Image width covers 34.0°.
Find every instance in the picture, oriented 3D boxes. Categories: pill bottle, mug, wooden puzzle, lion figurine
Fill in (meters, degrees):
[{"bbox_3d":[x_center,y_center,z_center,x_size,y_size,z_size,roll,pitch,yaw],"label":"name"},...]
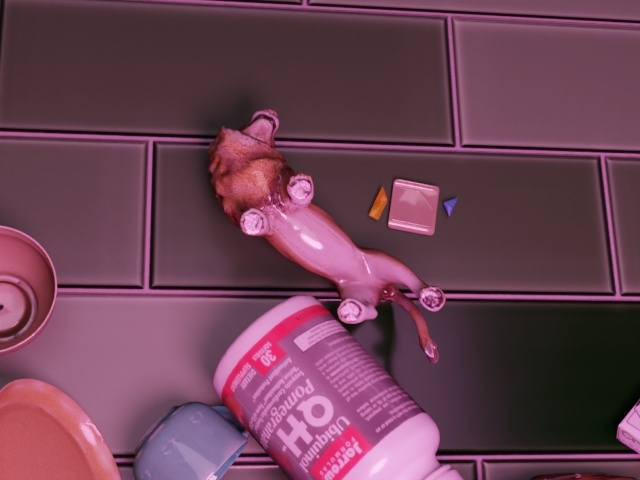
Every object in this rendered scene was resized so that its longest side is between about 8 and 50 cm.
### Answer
[{"bbox_3d":[0.030,0.232,1.261,0.176,0.176,0.318,-38,68,-18],"label":"pill bottle"},{"bbox_3d":[-0.164,0.261,1.292,0.097,0.158,0.129,40,95,8],"label":"mug"},{"bbox_3d":[0.131,-0.047,1.487,0.116,0.014,0.079,17,75,-3],"label":"wooden puzzle"},{"bbox_3d":[0.000,0.000,1.378,0.142,0.240,0.392,-42,99,-2],"label":"lion figurine"}]

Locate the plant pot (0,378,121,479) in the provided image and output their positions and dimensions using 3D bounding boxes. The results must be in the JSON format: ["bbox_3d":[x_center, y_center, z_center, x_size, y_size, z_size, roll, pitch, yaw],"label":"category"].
[{"bbox_3d":[-0.313,0.274,1.219,0.032,0.236,0.236,-29,77,15],"label":"plant pot"}]

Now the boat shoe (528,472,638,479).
[{"bbox_3d":[0.286,0.351,1.303,0.307,0.104,0.111,4,98,-28],"label":"boat shoe"}]

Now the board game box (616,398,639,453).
[{"bbox_3d":[0.572,0.266,1.364,0.305,0.053,0.193,33,68,31],"label":"board game box"}]

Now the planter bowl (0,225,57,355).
[{"bbox_3d":[-0.410,0.074,1.314,0.162,0.109,0.162,3,71,-8],"label":"planter bowl"}]
